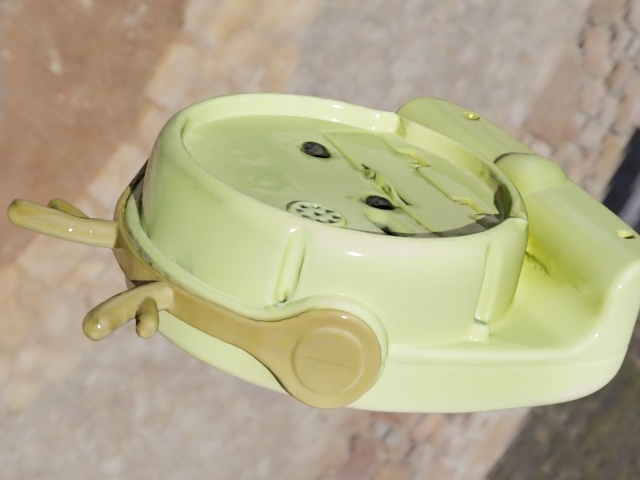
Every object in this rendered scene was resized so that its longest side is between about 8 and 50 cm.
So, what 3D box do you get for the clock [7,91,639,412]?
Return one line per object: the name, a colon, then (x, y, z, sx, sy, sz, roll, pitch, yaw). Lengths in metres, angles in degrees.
clock: (0.000, 0.000, 0.981, 0.308, 0.235, 0.096, -2, 119, -31)
